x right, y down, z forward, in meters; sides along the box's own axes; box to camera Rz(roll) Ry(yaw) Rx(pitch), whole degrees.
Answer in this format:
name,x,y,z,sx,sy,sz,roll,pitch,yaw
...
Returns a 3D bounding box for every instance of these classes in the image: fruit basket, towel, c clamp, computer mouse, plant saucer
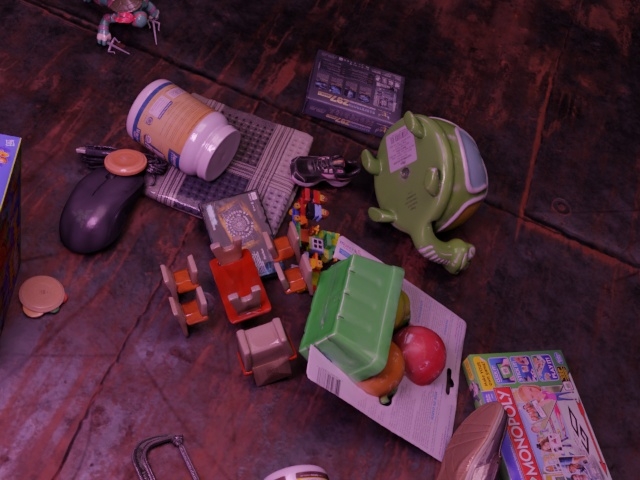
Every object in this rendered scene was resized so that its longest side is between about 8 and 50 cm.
name,x,y,z,sx,sy,sz,roll,pitch,yaw
fruit basket,0.129,0.205,1.669,0.353,0.165,0.327,39,47,-28
towel,-0.195,-0.160,1.915,0.312,0.056,0.324,20,52,1
c clamp,-0.236,0.389,1.487,0.137,0.022,0.160,-25,66,-27
computer mouse,-0.432,-0.096,1.745,0.188,0.072,0.272,11,52,8
plant saucer,-0.389,-0.159,1.769,0.083,0.013,0.083,5,40,-4

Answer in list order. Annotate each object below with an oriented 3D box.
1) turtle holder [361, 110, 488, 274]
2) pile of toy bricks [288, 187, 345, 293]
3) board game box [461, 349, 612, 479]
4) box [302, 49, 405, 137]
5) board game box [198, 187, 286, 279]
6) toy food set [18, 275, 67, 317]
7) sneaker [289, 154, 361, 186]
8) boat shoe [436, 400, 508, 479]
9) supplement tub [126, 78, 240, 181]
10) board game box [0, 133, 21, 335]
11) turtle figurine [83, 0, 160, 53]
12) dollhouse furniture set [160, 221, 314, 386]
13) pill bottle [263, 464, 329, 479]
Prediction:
name,x,y,z,sx,sy,sz,roll,pitch,yaw
turtle holder,0.256,-0.116,1.903,0.227,0.243,0.320,5,41,-37
pile of toy bricks,0.000,0.000,1.807,0.105,0.118,0.212,13,55,-21
board game box,0.418,0.363,1.707,0.213,0.046,0.317,0,54,-20
box,0.083,-0.353,2.143,0.233,0.059,0.183,15,50,-8
board game box,-0.158,-0.004,1.772,0.126,0.026,0.186,-16,71,-12
toy food set,-0.508,0.100,1.618,0.083,0.020,0.083,-15,59,-28
sneaker,0.013,-0.162,1.921,0.178,0.077,0.072,-5,74,-42
boat shoe,0.274,0.419,1.583,0.092,0.103,0.285,43,53,-14
supplement tub,-0.279,-0.223,1.814,0.200,0.144,0.144,33,50,12
board game box,-0.554,0.024,1.449,0.078,0.347,0.233,10,51,-12
turtle figurine,-0.458,-0.541,2.080,0.175,0.118,0.234,-23,58,-31
dollhouse furniture set,-0.135,0.125,1.648,0.262,0.135,0.259,-18,57,-7
pill bottle,-0.024,0.480,1.421,0.117,0.117,0.215,-1,54,-19
